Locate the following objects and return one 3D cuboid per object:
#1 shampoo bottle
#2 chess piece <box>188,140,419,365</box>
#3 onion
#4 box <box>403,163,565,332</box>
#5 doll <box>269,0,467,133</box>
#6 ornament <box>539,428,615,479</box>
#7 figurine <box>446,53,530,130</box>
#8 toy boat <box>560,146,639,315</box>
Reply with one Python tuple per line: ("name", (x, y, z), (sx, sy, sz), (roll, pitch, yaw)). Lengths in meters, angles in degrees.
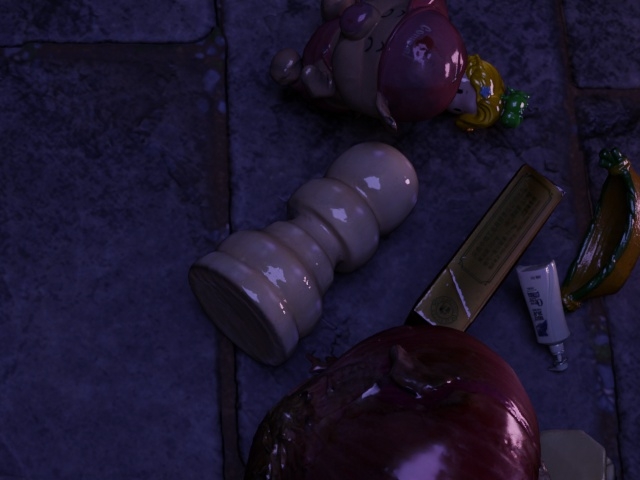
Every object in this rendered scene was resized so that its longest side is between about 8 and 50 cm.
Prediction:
("shampoo bottle", (0.281, 0.094, 1.543), (0.049, 0.034, 0.141), (-13, 101, 19))
("chess piece", (0.000, 0.000, 1.522), (0.167, 0.167, 0.300), (44, 66, 10))
("onion", (0.071, 0.245, 1.341), (0.354, 0.353, 0.353), (2, 71, -4))
("box", (0.189, 0.035, 1.515), (0.071, 0.159, 0.240), (37, 71, 6))
("doll", (0.069, -0.231, 1.544), (0.152, 0.256, 0.196), (11, 92, -39))
("ornament", (0.250, 0.321, 1.451), (0.180, 0.059, 0.201), (-9, 48, 23))
("figurine", (0.199, -0.203, 1.638), (0.156, 0.094, 0.115), (13, 48, 19))
("toy boat", (0.349, -0.001, 1.571), (0.088, 0.089, 0.229), (18, 94, -17))
